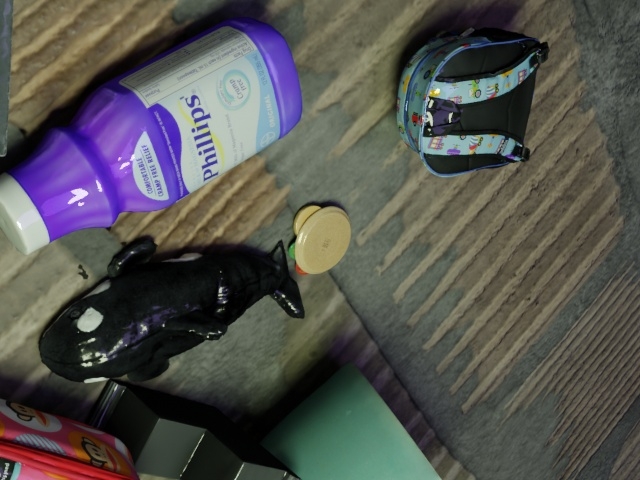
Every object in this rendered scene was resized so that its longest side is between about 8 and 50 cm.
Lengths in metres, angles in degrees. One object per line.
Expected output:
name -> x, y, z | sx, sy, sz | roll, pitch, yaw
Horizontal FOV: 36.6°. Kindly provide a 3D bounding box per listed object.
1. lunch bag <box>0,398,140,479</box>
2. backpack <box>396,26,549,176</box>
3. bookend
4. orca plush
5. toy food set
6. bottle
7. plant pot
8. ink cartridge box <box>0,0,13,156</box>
lunch bag -> -0.288, 0.291, 0.847 | 0.258, 0.120, 0.293 | 28, 98, -37
backpack -> 0.148, -0.151, 1.054 | 0.173, 0.117, 0.158 | -16, 122, -38
bookend -> -0.129, 0.219, 0.963 | 0.156, 0.157, 0.072 | 27, 91, -48
orca plush -> -0.118, 0.084, 0.940 | 0.287, 0.102, 0.151 | -1, 112, -43
toy food set -> 0.000, 0.000, 1.067 | 0.083, 0.020, 0.083 | -4, 115, -43
bottle -> -0.146, -0.087, 0.827 | 0.283, 0.092, 0.118 | -34, 133, -26
plant pot -> 0.023, 0.321, 1.085 | 0.235, 0.293, 0.293 | -35, 134, -4
ink cartridge box -> -0.291, -0.214, 0.645 | 0.165, 0.065, 0.333 | -10, 117, -39
